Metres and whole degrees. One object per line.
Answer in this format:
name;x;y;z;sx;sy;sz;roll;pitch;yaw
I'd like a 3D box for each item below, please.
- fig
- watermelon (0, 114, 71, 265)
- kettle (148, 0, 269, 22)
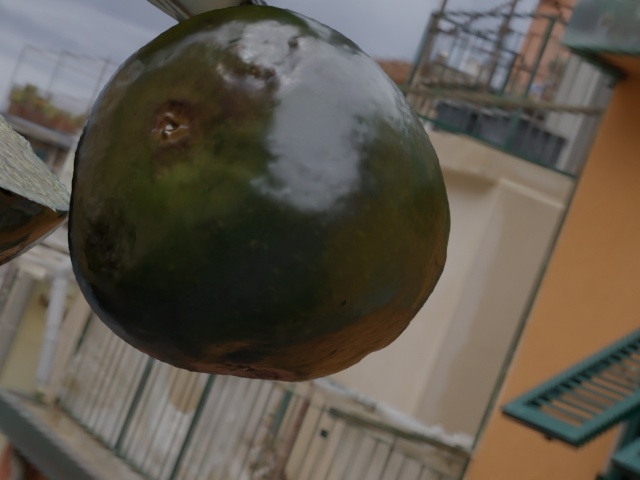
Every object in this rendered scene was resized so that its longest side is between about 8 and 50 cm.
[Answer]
fig;0.000;0.000;0.421;0.117;0.117;0.177;20;-11;42
watermelon;-0.144;-0.037;0.522;0.075;0.092;0.181;-10;29;-24
kettle;-0.013;-0.209;0.481;0.240;0.255;0.165;36;-1;-26
